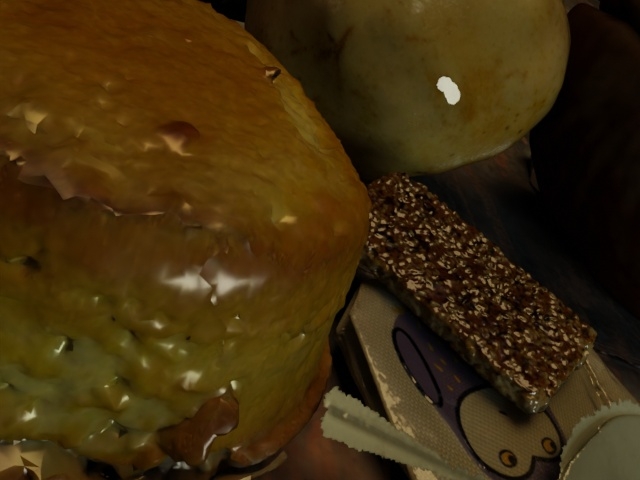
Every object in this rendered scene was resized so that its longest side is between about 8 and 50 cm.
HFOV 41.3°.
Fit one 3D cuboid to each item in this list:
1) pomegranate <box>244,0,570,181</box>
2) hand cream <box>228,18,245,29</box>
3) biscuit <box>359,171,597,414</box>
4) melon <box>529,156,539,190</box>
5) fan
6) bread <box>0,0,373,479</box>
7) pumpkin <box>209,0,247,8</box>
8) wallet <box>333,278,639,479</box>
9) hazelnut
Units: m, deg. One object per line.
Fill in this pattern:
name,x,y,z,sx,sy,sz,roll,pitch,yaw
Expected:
pomegranate,0.088,-0.218,0.882,0.332,0.333,0.333,22,31,-14
hand cream,-0.040,-0.232,1.054,0.335,0.076,0.121,8,34,-23
biscuit,0.113,0.031,0.686,0.231,0.025,0.131,41,40,16
melon,0.337,-0.124,1.175,0.093,0.140,0.202,14,29,16
fan,0.180,0.191,0.567,0.414,0.012,0.233,24,49,-18
bread,-0.134,-0.027,0.518,0.336,0.204,0.358,10,37,-23
pumpkin,-0.128,-0.389,1.105,0.211,0.152,0.212,12,25,-6
wallet,0.164,0.129,0.679,0.335,0.068,0.275,-4,47,-42
hazelnut,0.440,-0.099,0.927,0.402,0.402,0.429,6,57,-36
